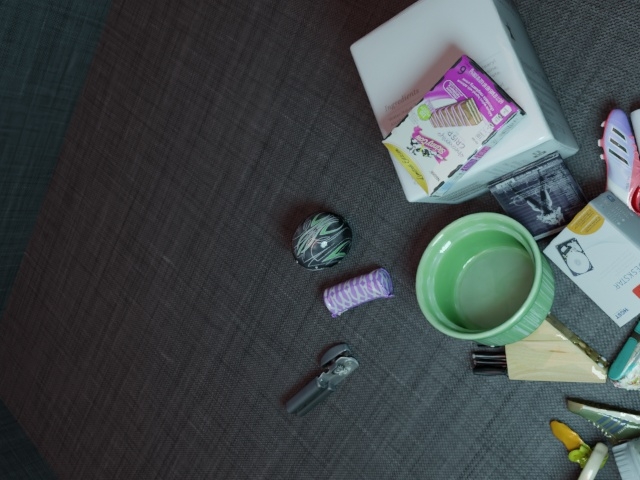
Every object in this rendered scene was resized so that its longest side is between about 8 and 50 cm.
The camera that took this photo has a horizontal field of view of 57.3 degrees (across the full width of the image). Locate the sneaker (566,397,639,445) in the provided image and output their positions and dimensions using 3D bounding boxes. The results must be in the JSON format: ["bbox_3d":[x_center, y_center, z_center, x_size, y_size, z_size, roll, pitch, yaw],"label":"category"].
[{"bbox_3d":[0.654,0.420,1.321,0.192,0.064,0.086,6,91,29],"label":"sneaker"}]

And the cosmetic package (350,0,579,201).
[{"bbox_3d":[0.331,-0.322,1.339,0.327,0.329,0.393,-25,80,31],"label":"cosmetic package"}]

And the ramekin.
[{"bbox_3d":[0.391,0.100,1.373,0.303,0.148,0.303,-21,55,34],"label":"ramekin"}]

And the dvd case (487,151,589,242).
[{"bbox_3d":[0.506,-0.089,1.332,0.165,0.221,0.018,-25,36,31],"label":"dvd case"}]

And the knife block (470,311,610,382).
[{"bbox_3d":[0.501,0.295,1.401,0.276,0.088,0.242,44,114,23],"label":"knife block"}]

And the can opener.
[{"bbox_3d":[0.000,0.415,1.748,0.283,0.076,0.095,-45,37,26],"label":"can opener"}]

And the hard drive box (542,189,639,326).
[{"bbox_3d":[0.635,0.038,1.264,0.232,0.089,0.181,49,144,21],"label":"hard drive box"}]

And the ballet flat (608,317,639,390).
[{"bbox_3d":[0.717,0.223,1.272,0.077,0.091,0.241,26,104,-6],"label":"ballet flat"}]

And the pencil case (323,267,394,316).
[{"bbox_3d":[0.103,0.147,1.647,0.206,0.086,0.088,-26,66,31],"label":"pencil case"}]

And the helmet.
[{"bbox_3d":[0.000,0.000,1.662,0.170,0.162,0.169,2,93,33],"label":"helmet"}]

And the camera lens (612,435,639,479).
[{"bbox_3d":[0.753,0.477,1.150,0.274,0.219,0.219,-22,80,20],"label":"camera lens"}]

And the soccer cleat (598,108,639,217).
[{"bbox_3d":[0.665,-0.163,1.276,0.095,0.083,0.247,6,101,46],"label":"soccer cleat"}]

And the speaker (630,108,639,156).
[{"bbox_3d":[0.712,-0.217,1.264,0.055,0.055,0.136,-13,85,32],"label":"speaker"}]

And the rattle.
[{"bbox_3d":[0.552,0.525,1.321,0.143,0.130,0.199,35,74,16],"label":"rattle"}]

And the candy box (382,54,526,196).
[{"bbox_3d":[0.258,-0.220,1.154,0.233,0.071,0.159,-47,70,26],"label":"candy box"}]
